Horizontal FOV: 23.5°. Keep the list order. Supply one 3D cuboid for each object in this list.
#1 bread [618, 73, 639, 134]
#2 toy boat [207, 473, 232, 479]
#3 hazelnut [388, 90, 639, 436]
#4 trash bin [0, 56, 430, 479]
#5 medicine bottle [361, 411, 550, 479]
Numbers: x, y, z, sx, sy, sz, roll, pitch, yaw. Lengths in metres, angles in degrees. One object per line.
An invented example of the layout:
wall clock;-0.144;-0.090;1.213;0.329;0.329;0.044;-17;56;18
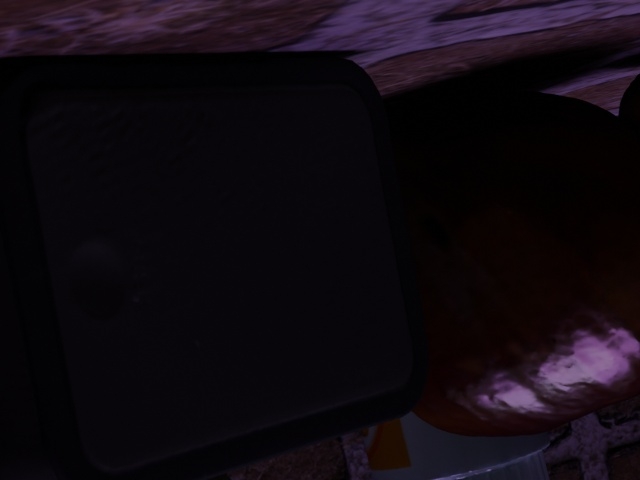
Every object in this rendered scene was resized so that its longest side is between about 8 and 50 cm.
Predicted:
bread;0.289;-0.098;0.824;0.077;0.084;0.367;34;159;-20
toy boat;-0.110;0.162;0.584;0.276;0.084;0.111;-26;176;-45
hazelnut;0.107;0.004;0.909;0.217;0.217;0.251;-11;-169;-37
trash bin;-0.156;0.038;0.698;0.343;0.158;0.223;-14;177;38
medicine bottle;0.097;0.093;1.323;0.158;0.318;0.158;-14;176;-1
